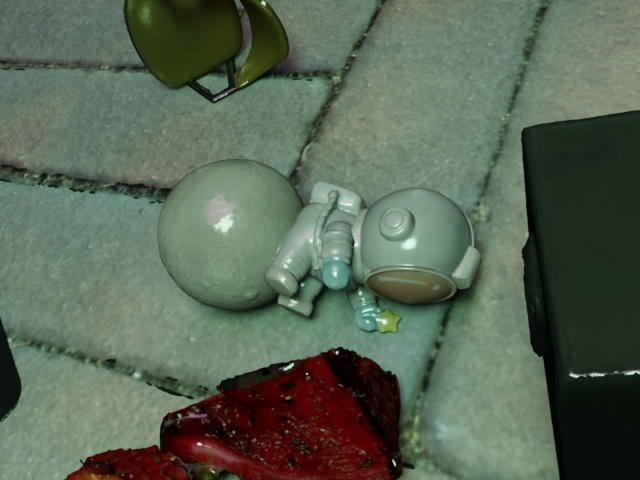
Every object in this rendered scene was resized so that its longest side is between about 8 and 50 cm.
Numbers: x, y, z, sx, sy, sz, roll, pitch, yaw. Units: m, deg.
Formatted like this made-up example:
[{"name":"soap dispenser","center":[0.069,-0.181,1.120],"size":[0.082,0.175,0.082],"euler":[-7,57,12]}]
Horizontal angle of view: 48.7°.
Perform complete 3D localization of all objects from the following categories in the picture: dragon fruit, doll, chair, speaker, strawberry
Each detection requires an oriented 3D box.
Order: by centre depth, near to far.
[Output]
[{"name":"speaker","center":[0.244,0.064,0.415],"size":[0.232,0.254,0.184],"euler":[-6,50,15]},{"name":"strawberry","center":[-0.136,0.222,0.519],"size":[0.145,0.086,0.145],"euler":[-1,87,28]},{"name":"dragon fruit","center":[-0.035,0.149,0.543],"size":[0.192,0.122,0.092],"euler":[-9,65,10]},{"name":"doll","center":[0.000,0.000,0.638],"size":[0.287,0.151,0.151],"euler":[4,54,18]},{"name":"chair","center":[-0.163,-0.288,0.917],"size":[0.172,0.158,0.247],"euler":[-26,47,-5]}]

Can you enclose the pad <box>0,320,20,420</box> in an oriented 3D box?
[{"name":"pad","center":[-0.428,0.133,0.769],"size":[0.181,0.004,0.267],"euler":[-33,49,-9]}]
